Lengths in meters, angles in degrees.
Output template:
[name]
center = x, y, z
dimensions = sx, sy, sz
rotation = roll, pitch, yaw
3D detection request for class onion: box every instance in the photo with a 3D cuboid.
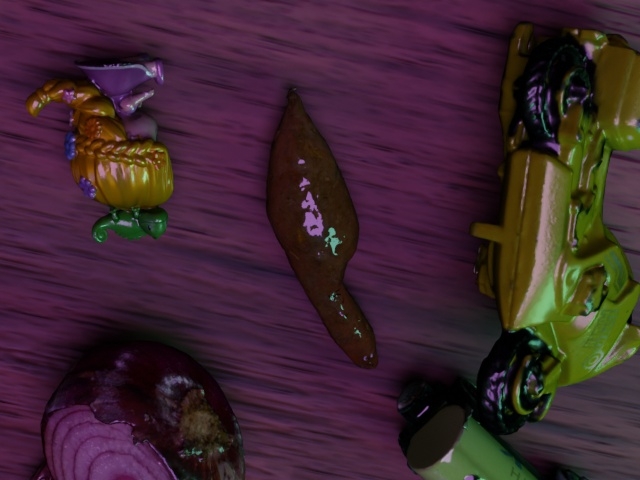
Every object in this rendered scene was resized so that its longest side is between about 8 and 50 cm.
[onion]
center = -0.169, 0.186, 1.676
dimensions = 0.218, 0.140, 0.195
rotation = -25, 113, 42

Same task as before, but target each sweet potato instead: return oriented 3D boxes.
[sweet potato]
center = 0.000, 0.003, 1.658
dimensions = 0.075, 0.075, 0.269
rotation = -16, 112, 0

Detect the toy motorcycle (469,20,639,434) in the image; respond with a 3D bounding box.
[toy motorcycle]
center = 0.209, -0.008, 1.627
dimensions = 0.142, 0.206, 0.342
rotation = 10, 98, 24

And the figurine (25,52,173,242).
[figurine]
center = -0.183, -0.073, 1.602
dimensions = 0.115, 0.095, 0.156
rotation = -8, 105, -15

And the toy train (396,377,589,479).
[toy train]
center = 0.168, 0.228, 1.701
dimensions = 0.105, 0.157, 0.253
rotation = -43, 106, 9
